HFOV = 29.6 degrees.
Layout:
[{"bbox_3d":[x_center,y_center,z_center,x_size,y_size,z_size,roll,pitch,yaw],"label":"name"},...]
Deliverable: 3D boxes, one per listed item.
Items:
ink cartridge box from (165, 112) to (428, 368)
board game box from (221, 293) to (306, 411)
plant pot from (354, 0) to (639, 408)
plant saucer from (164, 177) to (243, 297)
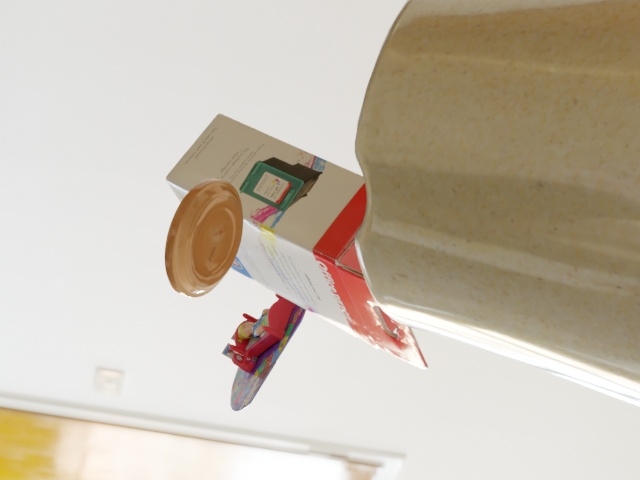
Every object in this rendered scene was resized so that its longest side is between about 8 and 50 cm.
[{"bbox_3d":[0.000,0.000,0.971,0.078,0.231,0.134,-52,146,-18],"label":"ink cartridge box"},{"bbox_3d":[-0.063,0.093,1.243,0.168,0.033,0.133,-59,-167,12],"label":"board game box"},{"bbox_3d":[0.197,-0.033,0.685,0.334,0.305,0.333,-30,124,-56],"label":"plant pot"},{"bbox_3d":[-0.076,-0.001,0.825,0.083,0.013,0.083,-39,138,-48],"label":"plant saucer"}]
